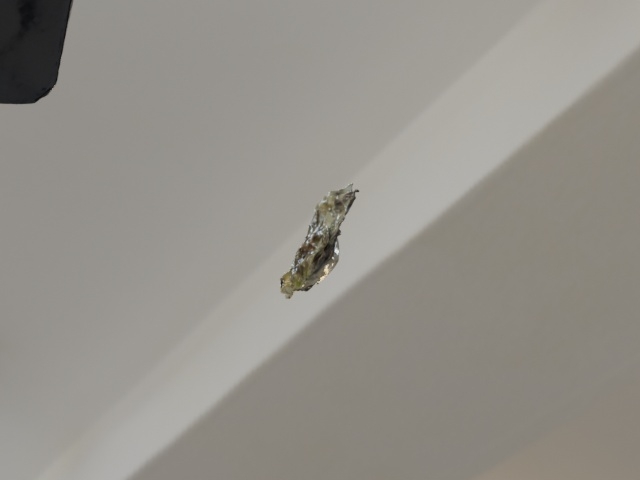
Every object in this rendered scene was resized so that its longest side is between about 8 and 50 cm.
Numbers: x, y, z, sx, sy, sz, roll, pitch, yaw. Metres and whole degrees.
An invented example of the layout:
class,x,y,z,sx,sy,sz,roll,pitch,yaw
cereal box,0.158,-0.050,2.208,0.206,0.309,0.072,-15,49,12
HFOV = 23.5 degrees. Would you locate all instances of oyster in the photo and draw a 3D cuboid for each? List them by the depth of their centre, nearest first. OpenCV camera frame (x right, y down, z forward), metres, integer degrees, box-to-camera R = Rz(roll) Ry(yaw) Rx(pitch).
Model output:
class,x,y,z,sx,sy,sz,roll,pitch,yaw
oyster,0.003,-0.001,1.801,0.053,0.166,0.108,29,-40,-11

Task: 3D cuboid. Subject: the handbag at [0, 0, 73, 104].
class,x,y,z,sx,sy,sz,roll,pitch,yaw
handbag,-0.366,-0.272,1.446,0.269,0.118,0.326,0,-40,-20
